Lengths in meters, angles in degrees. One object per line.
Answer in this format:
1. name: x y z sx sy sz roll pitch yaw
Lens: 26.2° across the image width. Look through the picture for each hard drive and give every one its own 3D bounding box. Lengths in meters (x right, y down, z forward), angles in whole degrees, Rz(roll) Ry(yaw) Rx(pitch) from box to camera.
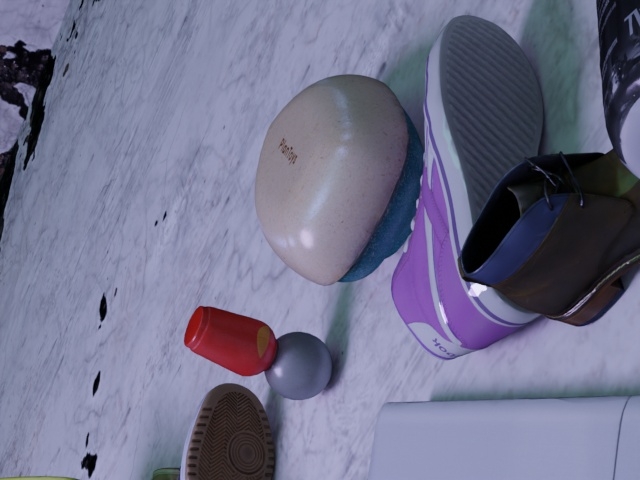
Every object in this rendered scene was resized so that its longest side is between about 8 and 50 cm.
1. hard drive: 0.129 0.230 0.987 0.353 0.047 0.233 -15 63 63

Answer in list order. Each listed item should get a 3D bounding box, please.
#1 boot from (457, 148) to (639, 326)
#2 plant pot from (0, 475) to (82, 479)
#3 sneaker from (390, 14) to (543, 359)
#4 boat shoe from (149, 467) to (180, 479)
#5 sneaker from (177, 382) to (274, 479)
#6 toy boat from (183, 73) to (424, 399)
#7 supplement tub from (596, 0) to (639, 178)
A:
1. boot: 0.186 -0.031 0.939 0.219 0.106 0.082 -60 29 31
2. plant pot: -0.304 0.400 1.561 0.228 0.207 0.227 -10 66 33
3. sneaker: 0.104 -0.040 1.131 0.161 0.102 0.282 136 141 -54
4. boat shoe: -0.178 0.297 1.604 0.135 0.050 0.045 129 144 -60
5. sneaker: -0.127 0.297 1.431 0.153 0.099 0.282 -29 54 55
6. toy boat: 0.000 0.000 1.296 0.318 0.148 0.267 -62 20 16
7. supplement tub: 0.255 -0.203 0.770 0.207 0.207 0.338 -37 44 54
